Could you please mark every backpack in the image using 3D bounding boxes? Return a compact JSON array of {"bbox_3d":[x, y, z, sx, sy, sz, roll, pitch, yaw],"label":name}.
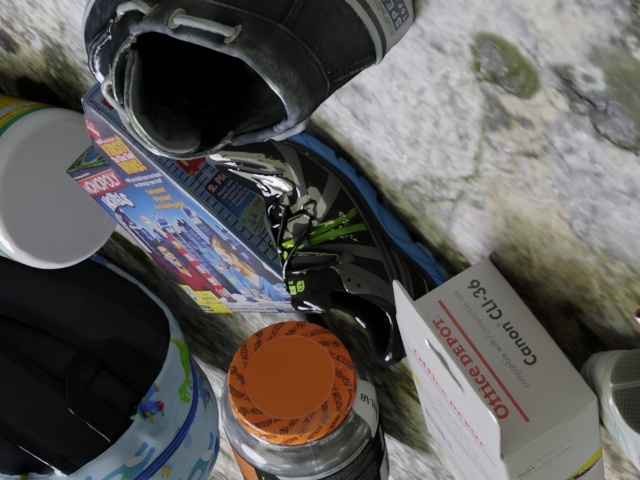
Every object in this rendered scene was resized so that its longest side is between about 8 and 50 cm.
[{"bbox_3d":[-0.254,0.129,1.495,0.355,0.290,0.273,7,137,42],"label":"backpack"}]

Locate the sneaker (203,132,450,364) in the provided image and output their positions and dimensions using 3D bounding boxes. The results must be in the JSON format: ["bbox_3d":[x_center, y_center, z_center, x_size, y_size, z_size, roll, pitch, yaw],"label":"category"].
[{"bbox_3d":[0.000,0.000,1.012,0.188,0.078,0.067,45,160,-11],"label":"sneaker"}]

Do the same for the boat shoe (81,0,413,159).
[{"bbox_3d":[-0.068,-0.092,0.898,0.108,0.102,0.301,49,159,-24],"label":"boat shoe"}]

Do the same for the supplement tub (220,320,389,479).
[{"bbox_3d":[-0.011,0.142,1.286,0.117,0.117,0.190,32,159,21],"label":"supplement tub"}]

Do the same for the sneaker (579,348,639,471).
[{"bbox_3d":[0.201,0.117,0.952,0.152,0.053,0.061,53,166,-13],"label":"sneaker"}]

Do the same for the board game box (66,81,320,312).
[{"bbox_3d":[-0.087,-0.038,1.118,0.194,0.060,0.194,48,159,-17],"label":"board game box"}]

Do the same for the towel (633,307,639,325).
[{"bbox_3d":[0.316,0.139,0.807,0.237,0.037,0.329,10,146,51],"label":"towel"}]

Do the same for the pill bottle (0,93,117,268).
[{"bbox_3d":[-0.247,-0.053,1.291,0.208,0.117,0.118,15,149,50],"label":"pill bottle"}]

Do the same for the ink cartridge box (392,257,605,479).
[{"bbox_3d":[0.106,0.093,0.989,0.115,0.067,0.198,54,171,32],"label":"ink cartridge box"}]
